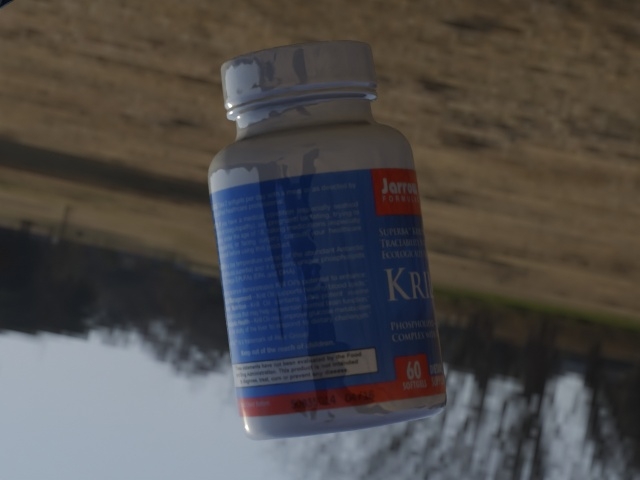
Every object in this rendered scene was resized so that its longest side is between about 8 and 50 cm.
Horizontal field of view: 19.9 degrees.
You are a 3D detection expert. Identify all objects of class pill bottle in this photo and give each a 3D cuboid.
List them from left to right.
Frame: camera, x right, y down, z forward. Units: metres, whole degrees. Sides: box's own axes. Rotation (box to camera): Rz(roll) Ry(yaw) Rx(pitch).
[{"bbox_3d":[0.000,0.000,1.069,0.124,0.221,0.124,-8,177,0],"label":"pill bottle"}]

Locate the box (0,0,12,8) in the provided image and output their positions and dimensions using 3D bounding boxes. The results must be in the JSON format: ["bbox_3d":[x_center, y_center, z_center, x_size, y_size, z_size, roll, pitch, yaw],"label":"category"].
[{"bbox_3d":[-0.029,-0.258,0.510,0.079,0.322,0.257,28,-139,22],"label":"box"}]
